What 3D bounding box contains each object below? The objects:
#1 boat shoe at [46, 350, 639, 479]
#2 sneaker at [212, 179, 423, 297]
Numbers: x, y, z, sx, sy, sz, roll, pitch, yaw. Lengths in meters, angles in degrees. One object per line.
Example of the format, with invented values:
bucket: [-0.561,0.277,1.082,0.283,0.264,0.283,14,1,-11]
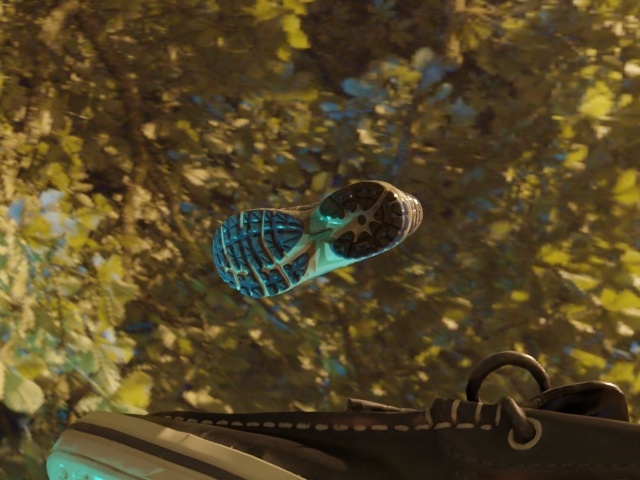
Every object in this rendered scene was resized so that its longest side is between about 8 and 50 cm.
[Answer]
boat shoe: [0.085,0.151,0.541,0.156,0.500,0.186,-47,-50,-42]
sneaker: [0.000,0.000,0.707,0.058,0.135,0.052,-8,-93,-59]
